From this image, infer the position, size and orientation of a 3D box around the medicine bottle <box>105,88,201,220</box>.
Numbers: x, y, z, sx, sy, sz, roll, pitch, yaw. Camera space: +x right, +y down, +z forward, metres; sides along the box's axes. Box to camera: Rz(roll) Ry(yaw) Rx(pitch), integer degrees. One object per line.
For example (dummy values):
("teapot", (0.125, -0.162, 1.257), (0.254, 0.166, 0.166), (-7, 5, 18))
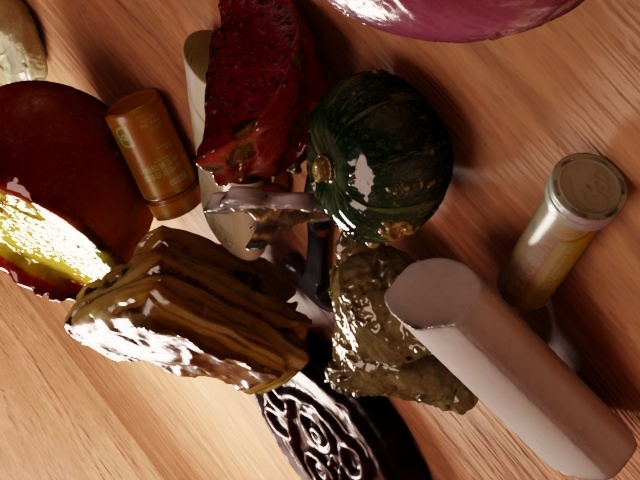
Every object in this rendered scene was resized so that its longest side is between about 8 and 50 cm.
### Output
("medicine bottle", (-0.262, -0.136, 1.857), (0.096, 0.096, 0.192), (18, 136, 53))

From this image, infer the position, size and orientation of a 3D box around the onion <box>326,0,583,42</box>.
("onion", (0.059, -0.315, 0.812), (0.358, 0.345, 0.358), (-178, 90, -67))

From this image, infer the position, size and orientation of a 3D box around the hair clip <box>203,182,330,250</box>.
("hair clip", (-0.032, -0.035, 1.412), (0.146, 0.257, 0.075), (-9, 91, 31))

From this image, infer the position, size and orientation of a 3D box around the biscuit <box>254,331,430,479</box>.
("biscuit", (0.020, 0.331, 1.956), (0.407, 0.091, 0.407), (42, 154, 27))

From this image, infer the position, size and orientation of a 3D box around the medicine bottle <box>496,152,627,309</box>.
("medicine bottle", (0.234, -0.001, 1.167), (0.074, 0.074, 0.218), (47, 157, 16))

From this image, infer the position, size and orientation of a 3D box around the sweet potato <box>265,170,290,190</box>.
("sweet potato", (-0.059, -0.078, 1.640), (0.034, 0.034, 0.095), (38, 153, 32))

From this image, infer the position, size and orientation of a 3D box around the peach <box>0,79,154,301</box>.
("peach", (-0.450, -0.095, 1.952), (0.335, 0.310, 0.406), (-10, 146, 28))

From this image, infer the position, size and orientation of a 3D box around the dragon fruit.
("dragon fruit", (-0.039, -0.162, 1.381), (0.134, 0.262, 0.211), (-11, 146, 20))

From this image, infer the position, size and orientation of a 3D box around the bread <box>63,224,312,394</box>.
("bread", (-0.201, 0.113, 1.843), (0.314, 0.191, 0.370), (25, 157, -22))

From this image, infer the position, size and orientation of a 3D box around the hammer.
("hammer", (0.000, 0.000, 1.627), (0.137, 0.037, 0.290), (44, 154, 23))

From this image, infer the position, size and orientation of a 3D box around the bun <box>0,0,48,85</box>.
("bun", (-0.568, -0.353, 2.117), (0.164, 0.111, 0.188), (28, 142, 39))

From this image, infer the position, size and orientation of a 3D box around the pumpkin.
("pumpkin", (0.060, -0.087, 1.271), (0.190, 0.146, 0.190), (55, 166, 21))

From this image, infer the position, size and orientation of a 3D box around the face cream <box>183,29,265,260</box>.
("face cream", (-0.130, -0.137, 1.620), (0.348, 0.081, 0.173), (90, 156, -51))

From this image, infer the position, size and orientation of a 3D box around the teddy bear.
("teddy bear", (0.084, 0.099, 1.466), (0.267, 0.156, 0.256), (45, 152, 24))

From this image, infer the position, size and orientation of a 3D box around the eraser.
("eraser", (0.205, 0.140, 1.274), (0.270, 0.095, 0.174), (45, 172, -20))
